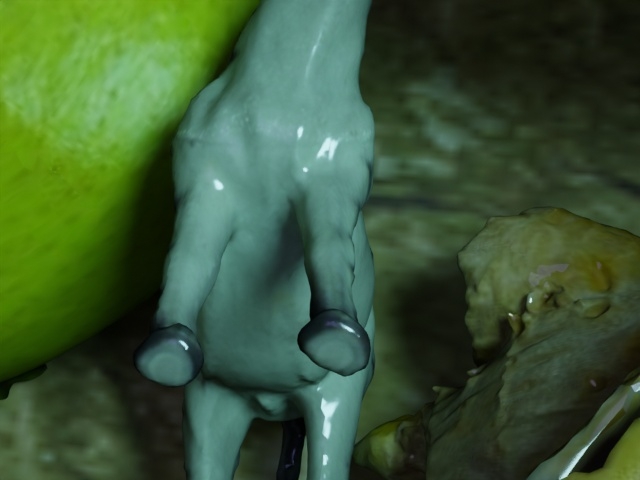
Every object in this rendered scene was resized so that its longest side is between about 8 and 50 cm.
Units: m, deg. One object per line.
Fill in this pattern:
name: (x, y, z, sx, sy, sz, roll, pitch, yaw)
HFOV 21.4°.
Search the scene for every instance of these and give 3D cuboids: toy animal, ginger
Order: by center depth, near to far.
ginger: (0.103, 0.060, 0.467, 0.216, 0.102, 0.157, -2, 66, 27)
toy animal: (-0.006, -0.002, 0.485, 0.073, 0.217, 0.176, 12, 43, 4)

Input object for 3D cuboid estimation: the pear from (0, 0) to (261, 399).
pear: (-0.198, -0.090, 0.495, 0.343, 0.318, 0.238, 7, 72, 20)

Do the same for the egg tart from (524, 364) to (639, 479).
egg tart: (0.146, 0.076, 0.295, 0.291, 0.107, 0.291, -35, 23, 17)
